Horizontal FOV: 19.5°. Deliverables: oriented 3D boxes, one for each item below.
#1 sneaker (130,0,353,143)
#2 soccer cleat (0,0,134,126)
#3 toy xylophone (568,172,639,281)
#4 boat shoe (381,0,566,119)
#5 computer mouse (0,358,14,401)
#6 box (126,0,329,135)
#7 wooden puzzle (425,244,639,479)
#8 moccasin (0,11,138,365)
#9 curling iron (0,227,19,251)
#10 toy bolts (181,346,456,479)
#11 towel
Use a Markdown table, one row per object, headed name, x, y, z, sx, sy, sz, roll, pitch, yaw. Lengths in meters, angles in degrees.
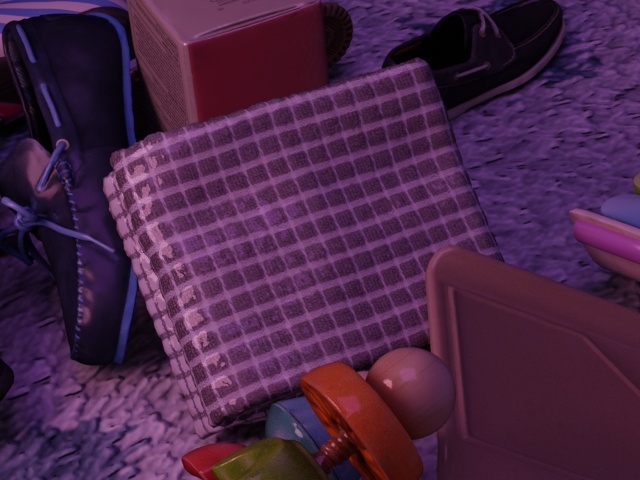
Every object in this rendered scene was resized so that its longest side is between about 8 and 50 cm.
| name | x | y | z | sx | sy | sz | roll | pitch | yaw |
| --- | --- | --- | --- | --- | --- | --- | --- | --- | --- |
| sneaker | -0.125 | -0.183 | 1.787 | 0.282 | 0.099 | 0.153 | -24 | 41 | -23 |
| soccer cleat | -0.331 | -0.165 | 1.796 | 0.331 | 0.116 | 0.143 | -16 | 28 | -19 |
| toy xylophone | 0.375 | -0.036 | 1.518 | 0.322 | 0.081 | 0.236 | -34 | 33 | -33 |
| boat shoe | 0.148 | -0.183 | 1.767 | 0.233 | 0.079 | 0.084 | -31 | 43 | -29 |
| computer mouse | -0.368 | 0.117 | 1.487 | 0.262 | 0.060 | 0.184 | -3 | 22 | -1 |
| box | -0.074 | -0.122 | 1.594 | 0.127 | 0.232 | 0.148 | -20 | 41 | -17 |
| wooden puzzle | 0.177 | 0.124 | 1.355 | 0.221 | 0.044 | 0.239 | 20 | 39 | -14 |
| moccasin | -0.219 | -0.043 | 1.564 | 0.117 | 0.138 | 0.342 | 4 | 50 | -18 |
| curling iron | -0.389 | 0.030 | 1.611 | 0.274 | 0.035 | 0.068 | -14 | 60 | -17 |
| toy bolts | 0.029 | 0.172 | 1.265 | 0.158 | 0.218 | 0.228 | -35 | 13 | -13 |
| towel | 0.000 | 0.000 | 1.449 | 0.283 | 0.121 | 0.235 | -19 | 77 | -19 |
